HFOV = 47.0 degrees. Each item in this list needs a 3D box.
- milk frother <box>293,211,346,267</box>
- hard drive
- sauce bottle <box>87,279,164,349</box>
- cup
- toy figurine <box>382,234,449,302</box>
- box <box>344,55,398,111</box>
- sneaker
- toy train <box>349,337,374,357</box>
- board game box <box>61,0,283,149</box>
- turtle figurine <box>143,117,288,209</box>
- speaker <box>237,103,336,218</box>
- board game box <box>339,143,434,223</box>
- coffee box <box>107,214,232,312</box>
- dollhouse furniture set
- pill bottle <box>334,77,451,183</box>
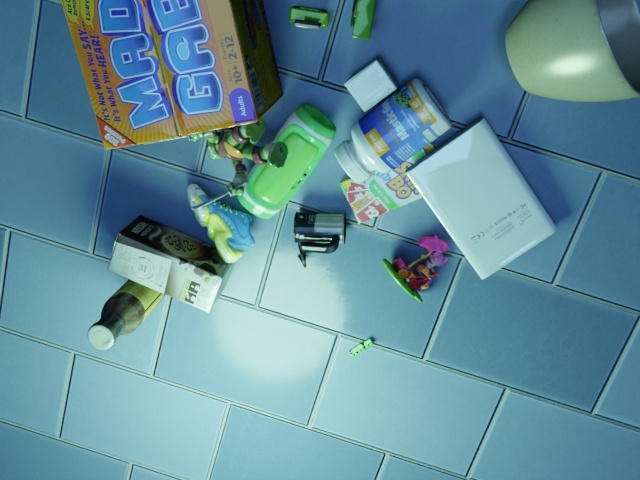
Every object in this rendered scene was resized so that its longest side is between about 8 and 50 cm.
[{"bbox_3d":[0.000,0.000,1.973,0.134,0.129,0.143,2,153,7],"label":"milk frother"},{"bbox_3d":[0.410,-0.103,1.875,0.233,0.047,0.353,-35,105,10],"label":"hard drive"},{"bbox_3d":[-0.515,0.180,1.968,0.111,0.344,0.111,3,108,8],"label":"sauce bottle"},{"bbox_3d":[0.556,-0.445,1.634,0.237,0.331,0.331,-14,109,40],"label":"cup"},{"bbox_3d":[0.277,0.063,1.950,0.159,0.130,0.173,-40,122,10],"label":"toy figurine"},{"bbox_3d":[0.126,-0.384,1.801,0.102,0.101,0.087,-34,102,18],"label":"box"},{"bbox_3d":[-0.262,-0.063,1.996,0.126,0.091,0.240,-29,90,-17],"label":"sneaker"},{"bbox_3d":[0.115,0.306,2.100,0.083,0.017,0.024,-36,92,18],"label":"toy train"},{"bbox_3d":[-0.319,-0.447,1.702,0.356,0.356,0.356,-9,108,10],"label":"board game box"},{"bbox_3d":[-0.230,-0.195,1.794,0.266,0.274,0.198,-7,102,48],"label":"turtle figurine"},{"bbox_3d":[-0.088,-0.199,1.886,0.131,0.131,0.296,37,110,-6],"label":"speaker"},{"bbox_3d":[0.192,-0.148,1.916,0.259,0.039,0.124,-23,106,13],"label":"board game box"},{"bbox_3d":[-0.399,0.059,2.002,0.297,0.168,0.119,23,111,-1],"label":"coffee box"},{"bbox_3d":[0.037,-0.634,1.678,0.197,0.151,0.301,8,113,-2],"label":"dollhouse furniture set"},{"bbox_3d":[0.172,-0.261,1.812,0.272,0.152,0.152,-36,102,17],"label":"pill bottle"}]
